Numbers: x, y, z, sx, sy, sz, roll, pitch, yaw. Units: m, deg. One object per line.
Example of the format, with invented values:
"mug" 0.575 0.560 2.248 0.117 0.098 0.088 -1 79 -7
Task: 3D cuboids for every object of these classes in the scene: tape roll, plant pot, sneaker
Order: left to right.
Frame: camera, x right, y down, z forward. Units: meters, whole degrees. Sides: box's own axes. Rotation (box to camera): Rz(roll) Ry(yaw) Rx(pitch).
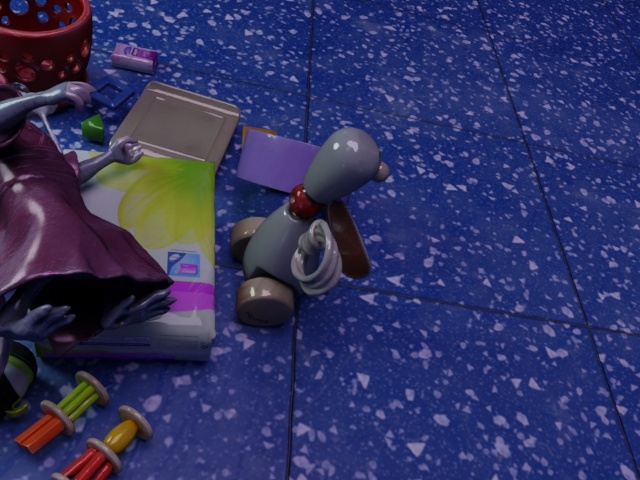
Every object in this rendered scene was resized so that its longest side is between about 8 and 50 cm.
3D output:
"sneaker" -0.441 0.142 0.696 0.235 0.084 0.097 14 47 -5
"plant pot" -0.487 -0.327 1.055 0.191 0.174 0.191 10 45 -10
"tape roll" -0.037 -0.119 1.009 0.189 0.080 0.189 14 6 -2

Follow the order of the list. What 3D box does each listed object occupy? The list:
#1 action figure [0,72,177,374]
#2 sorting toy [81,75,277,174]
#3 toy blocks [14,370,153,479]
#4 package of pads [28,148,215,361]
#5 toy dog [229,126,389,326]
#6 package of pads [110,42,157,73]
"action figure" -0.330 -0.042 0.720 0.276 0.248 0.370 -34 70 -5
"sorting toy" -0.249 -0.186 1.096 0.348 0.047 0.196 16 49 -4
"toy blocks" -0.281 0.232 0.687 0.123 0.054 0.148 33 47 12
"package of pads" -0.262 0.015 0.849 0.229 0.101 0.296 4 54 -15
"toy dog" 0.000 0.000 0.853 0.161 0.334 0.220 14 69 -29
"package of pads" -0.366 -0.358 1.225 0.083 0.032 0.050 10 49 -10
